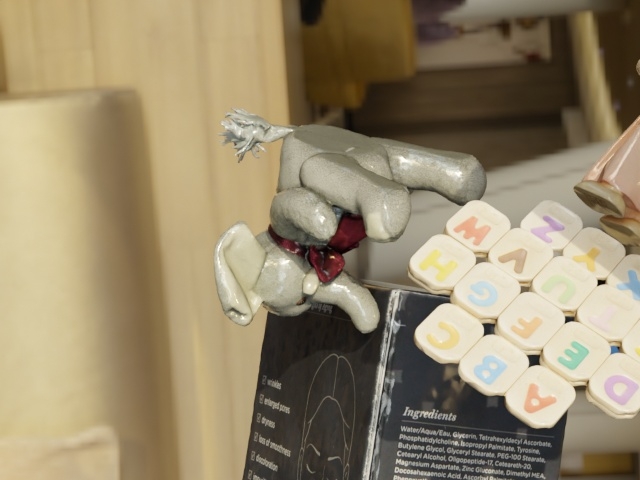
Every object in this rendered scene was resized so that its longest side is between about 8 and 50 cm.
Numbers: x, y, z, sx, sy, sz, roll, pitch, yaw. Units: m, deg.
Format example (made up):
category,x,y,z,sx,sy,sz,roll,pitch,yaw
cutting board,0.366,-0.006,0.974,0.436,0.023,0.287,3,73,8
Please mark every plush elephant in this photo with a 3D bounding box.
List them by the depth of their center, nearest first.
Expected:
category,x,y,z,sx,sy,sz,roll,pitch,yaw
plush elephant,0.000,0.000,1.865,0.272,0.330,0.255,-32,136,-61

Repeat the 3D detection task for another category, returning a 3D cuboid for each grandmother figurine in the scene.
category,x,y,z,sx,sy,sz,roll,pitch,yaw
grandmother figurine,0.448,-0.166,1.848,0.342,0.104,0.208,-51,136,-10

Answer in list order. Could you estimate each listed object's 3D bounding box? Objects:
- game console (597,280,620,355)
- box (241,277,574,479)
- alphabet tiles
category,x,y,z,sx,sy,sz,roll,pitch,yaw
game console,0.425,0.126,2.301,0.144,0.085,0.124,59,-36,36
box,0.101,0.300,2.125,0.480,0.297,0.472,-173,-89,-69
alphabet tiles,0.238,0.067,1.572,0.278,0.284,0.021,-41,157,-36
